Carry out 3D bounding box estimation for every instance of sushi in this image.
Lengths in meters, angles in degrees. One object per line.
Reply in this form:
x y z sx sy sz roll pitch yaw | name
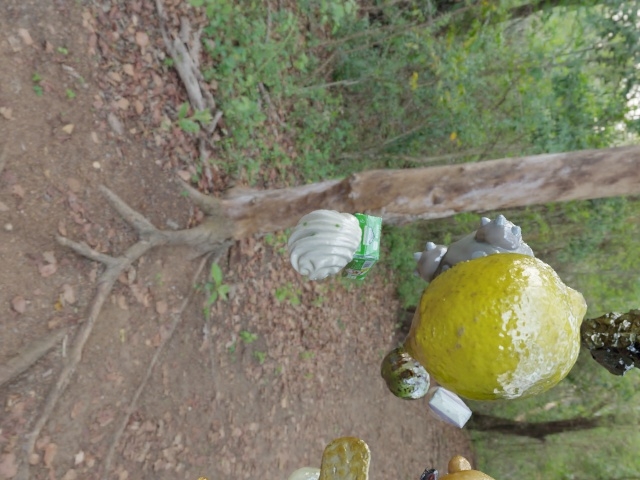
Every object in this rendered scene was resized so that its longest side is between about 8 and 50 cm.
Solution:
0.677 0.220 1.162 0.115 0.212 0.147 42 58 -13 | sushi

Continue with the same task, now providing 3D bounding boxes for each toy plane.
0.293 0.677 1.455 0.145 0.060 0.037 -65 162 13 | toy plane

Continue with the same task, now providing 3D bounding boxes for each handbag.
0.356 0.473 1.520 0.095 0.117 0.173 -51 168 -5 | handbag

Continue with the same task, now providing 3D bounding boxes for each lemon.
0.295 0.151 0.920 0.253 0.310 0.254 -20 90 -75 | lemon

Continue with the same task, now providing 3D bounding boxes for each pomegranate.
0.221 0.322 1.337 0.138 0.125 0.163 -109 -148 -49 | pomegranate

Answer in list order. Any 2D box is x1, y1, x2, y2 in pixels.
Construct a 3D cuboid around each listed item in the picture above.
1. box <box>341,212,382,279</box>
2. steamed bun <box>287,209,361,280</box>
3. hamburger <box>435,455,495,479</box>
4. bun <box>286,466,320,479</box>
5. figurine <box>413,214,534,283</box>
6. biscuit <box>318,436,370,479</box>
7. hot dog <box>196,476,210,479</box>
0.142 0.026 1.902 0.250 0.102 0.180 112 -13 -68 | box
0.000 0.000 1.192 0.106 0.182 0.183 49 36 -29 | steamed bun
0.292 0.607 1.111 0.237 0.276 0.276 42 -11 42 | hamburger
-0.043 0.893 1.877 0.128 0.193 0.179 145 -45 -74 | bun
0.386 0.130 1.140 0.381 0.248 0.203 54 38 -10 | figurine
0.043 0.535 1.133 0.247 0.118 0.029 -77 153 -43 | biscuit
-0.251 0.598 1.162 0.045 0.071 0.165 -8 109 -27 | hot dog
